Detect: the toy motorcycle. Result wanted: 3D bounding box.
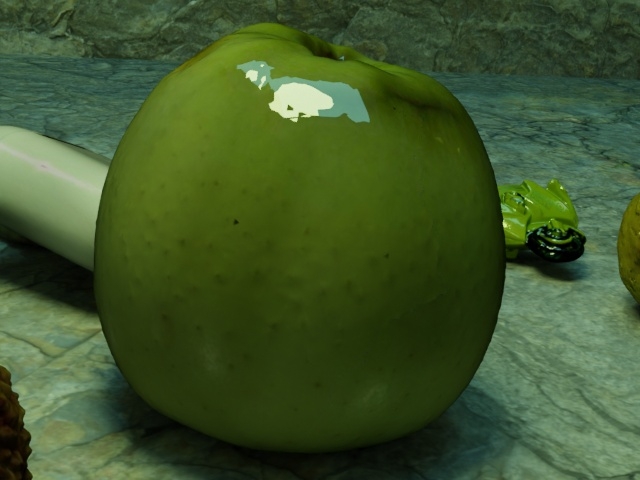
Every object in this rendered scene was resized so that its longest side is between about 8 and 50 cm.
[{"bbox_3d":[0.297,-0.049,1.778,0.342,0.142,0.206,15,20,22],"label":"toy motorcycle"}]

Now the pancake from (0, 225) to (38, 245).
[{"bbox_3d":[-0.425,-0.042,1.707,0.250,0.031,0.250,9,23,-4],"label":"pancake"}]

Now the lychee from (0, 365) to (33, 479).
[{"bbox_3d":[-0.367,0.168,0.802,0.268,0.267,0.267,5,19,-2],"label":"lychee"}]

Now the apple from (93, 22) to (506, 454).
[{"bbox_3d":[-0.023,-0.001,1.132,0.474,0.473,0.473,5,19,-2],"label":"apple"}]

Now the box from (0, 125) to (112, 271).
[{"bbox_3d":[-0.325,-0.048,1.478,0.349,0.141,0.289,24,5,24],"label":"box"}]

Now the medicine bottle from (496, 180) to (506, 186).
[{"bbox_3d":[0.312,-0.077,1.975,0.119,0.069,0.183,0,20,-13],"label":"medicine bottle"}]

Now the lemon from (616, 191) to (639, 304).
[{"bbox_3d":[0.578,0.006,1.515,0.310,0.257,0.258,-18,29,-37],"label":"lemon"}]
